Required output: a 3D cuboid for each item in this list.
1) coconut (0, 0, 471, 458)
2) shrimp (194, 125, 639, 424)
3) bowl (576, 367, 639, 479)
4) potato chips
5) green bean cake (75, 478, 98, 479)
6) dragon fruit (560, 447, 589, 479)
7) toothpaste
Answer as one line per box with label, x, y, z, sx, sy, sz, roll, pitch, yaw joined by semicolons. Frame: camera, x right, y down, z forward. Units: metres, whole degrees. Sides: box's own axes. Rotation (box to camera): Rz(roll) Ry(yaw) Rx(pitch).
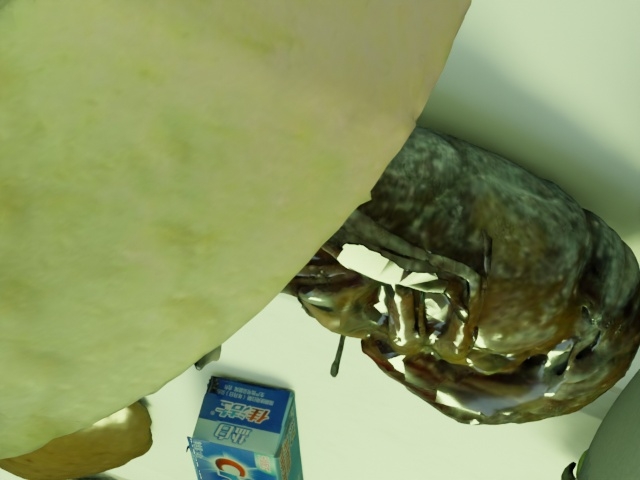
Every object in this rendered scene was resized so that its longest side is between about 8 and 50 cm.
coconut;-0.131;-0.121;0.458;0.352;0.352;0.352;14;154;7
shrimp;0.004;-0.007;0.842;0.343;0.116;0.145;28;138;-21
bowl;0.232;0.079;0.764;0.345;0.345;0.157;-20;92;51
potato chips;-0.200;0.141;1.333;0.150;0.049;0.201;20;149;-17
green bean cake;-0.147;0.279;1.502;0.179;0.109;0.085;29;152;-22
dragon fruit;0.219;0.236;1.090;0.273;0.198;0.218;39;172;-35
toothpaste;-0.049;0.177;1.304;0.066;0.053;0.272;13;153;8
